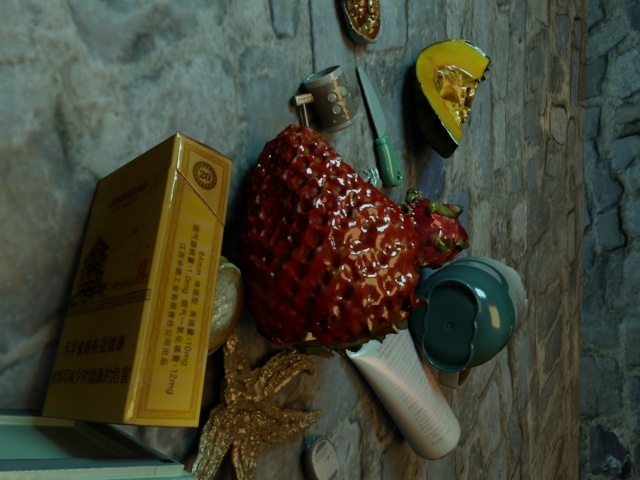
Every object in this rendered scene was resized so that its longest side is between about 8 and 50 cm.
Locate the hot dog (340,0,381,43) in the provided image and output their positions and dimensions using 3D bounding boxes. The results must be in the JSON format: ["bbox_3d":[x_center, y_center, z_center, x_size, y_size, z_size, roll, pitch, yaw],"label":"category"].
[{"bbox_3d":[0.074,-0.481,0.885,0.099,0.053,0.192,-28,113,-48],"label":"hot dog"}]

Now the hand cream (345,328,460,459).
[{"bbox_3d":[0.181,0.309,0.986,0.185,0.118,0.359,-42,109,-37],"label":"hand cream"}]

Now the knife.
[{"bbox_3d":[0.128,-0.240,0.968,0.063,0.034,0.261,-32,110,-47],"label":"knife"}]

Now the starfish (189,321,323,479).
[{"bbox_3d":[-0.106,0.280,0.694,0.299,0.060,0.302,60,45,-37],"label":"starfish"}]

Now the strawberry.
[{"bbox_3d":[0.000,0.000,0.696,0.312,0.267,0.351,47,19,-74],"label":"strawberry"}]

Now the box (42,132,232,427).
[{"bbox_3d":[-0.187,0.045,0.478,0.076,0.174,0.274,26,59,-46],"label":"box"}]

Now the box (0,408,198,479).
[{"bbox_3d":[-0.270,0.224,0.391,0.225,0.224,0.118,27,70,-46],"label":"box"}]

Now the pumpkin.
[{"bbox_3d":[0.270,-0.331,1.078,0.169,0.148,0.312,27,60,-1],"label":"pumpkin"}]

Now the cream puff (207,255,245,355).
[{"bbox_3d":[-0.166,0.078,0.594,0.144,0.103,0.126,-61,144,-27],"label":"cream puff"}]

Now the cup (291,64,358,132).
[{"bbox_3d":[0.013,-0.241,0.805,0.102,0.074,0.099,-48,124,-36],"label":"cup"}]

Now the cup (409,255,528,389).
[{"bbox_3d":[0.325,0.189,1.031,0.257,0.219,0.290,-12,111,-56],"label":"cup"}]

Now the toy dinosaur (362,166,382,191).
[{"bbox_3d":[0.098,-0.021,0.915,0.167,0.053,0.242,-21,98,-52],"label":"toy dinosaur"}]

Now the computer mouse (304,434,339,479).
[{"bbox_3d":[-0.002,0.400,0.827,0.066,0.039,0.096,-30,104,-44],"label":"computer mouse"}]

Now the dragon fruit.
[{"bbox_3d":[0.233,-0.029,0.996,0.172,0.160,0.167,34,89,-43],"label":"dragon fruit"}]
